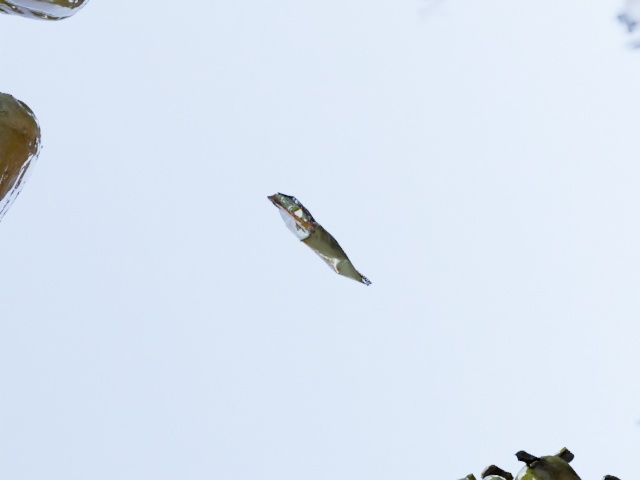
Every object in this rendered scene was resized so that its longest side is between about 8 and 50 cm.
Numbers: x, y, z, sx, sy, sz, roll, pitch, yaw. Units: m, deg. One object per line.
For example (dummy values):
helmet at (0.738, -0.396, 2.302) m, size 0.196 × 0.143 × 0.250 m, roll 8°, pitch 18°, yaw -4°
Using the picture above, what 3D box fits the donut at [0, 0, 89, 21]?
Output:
donut at (-0.299, -0.425, 2.155) m, size 0.360 × 0.170 × 0.360 m, roll -170°, pitch 90°, yaw -87°

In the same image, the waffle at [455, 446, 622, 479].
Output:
waffle at (0.121, 0.338, 1.278) m, size 0.379 × 0.095 × 0.382 m, roll -10°, pitch -84°, yaw -41°

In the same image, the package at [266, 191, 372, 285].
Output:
package at (-0.001, -0.001, 2.166) m, size 0.120 × 0.031 × 0.108 m, roll 43°, pitch -177°, yaw -34°

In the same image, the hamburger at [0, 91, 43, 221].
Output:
hamburger at (-0.369, -0.046, 1.733) m, size 0.163 × 0.244 × 0.244 m, roll 34°, pitch -144°, yaw -10°
